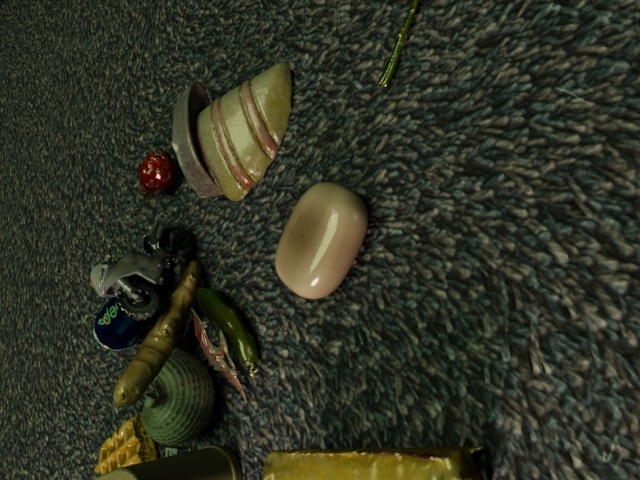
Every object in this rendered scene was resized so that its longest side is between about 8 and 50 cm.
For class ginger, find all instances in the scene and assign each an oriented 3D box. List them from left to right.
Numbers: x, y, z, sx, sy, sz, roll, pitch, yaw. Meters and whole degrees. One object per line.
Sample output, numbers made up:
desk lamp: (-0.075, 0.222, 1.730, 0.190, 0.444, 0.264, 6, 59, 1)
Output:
ginger: (-0.324, 0.192, 1.206, 0.081, 0.148, 0.334, 21, 72, 11)

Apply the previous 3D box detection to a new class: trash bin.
trash bin: (-0.301, 0.454, 1.017, 0.243, 0.247, 0.121, -28, 67, 21)

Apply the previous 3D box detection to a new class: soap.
soap: (0.078, 0.429, 0.751, 0.338, 0.169, 0.305, -19, 67, 41)

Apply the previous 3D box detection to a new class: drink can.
drink can: (-0.433, 0.164, 1.330, 0.205, 0.118, 0.118, -42, 54, 27)

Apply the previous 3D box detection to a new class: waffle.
waffle: (-0.433, 0.539, 1.278, 0.219, 0.057, 0.229, -40, 56, 30)

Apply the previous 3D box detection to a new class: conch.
conch: (-0.270, 0.313, 1.123, 0.172, 0.131, 0.200, -62, 3, -20)

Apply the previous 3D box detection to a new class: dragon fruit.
dragon fruit: (-0.402, -0.145, 1.414, 0.190, 0.094, 0.094, -49, 48, 51)

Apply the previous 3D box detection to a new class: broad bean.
broad bean: (-0.185, 0.161, 1.147, 0.254, 0.046, 0.065, 44, 123, 39)

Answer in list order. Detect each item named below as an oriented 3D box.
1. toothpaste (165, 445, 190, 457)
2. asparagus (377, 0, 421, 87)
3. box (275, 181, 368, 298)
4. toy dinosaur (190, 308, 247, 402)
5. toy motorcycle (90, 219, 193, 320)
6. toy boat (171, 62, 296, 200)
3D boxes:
toothpaste: (-0.294, 0.506, 1.171, 0.046, 0.034, 0.164, -13, 71, 41)
asparagus: (0.149, -0.372, 0.982, 0.023, 0.022, 0.233, -82, 12, -81)
box: (0.000, 0.000, 0.982, 0.146, 0.088, 0.200, 38, 107, 43)
toy dinosaur: (-0.199, 0.223, 1.124, 0.220, 0.032, 0.108, 53, 140, 16)
toy motorcycle: (-0.381, 0.052, 1.226, 0.271, 0.158, 0.106, -74, 2, -48)
toy boat: (-0.192, -0.221, 1.214, 0.293, 0.111, 0.276, -3, 85, 33)
